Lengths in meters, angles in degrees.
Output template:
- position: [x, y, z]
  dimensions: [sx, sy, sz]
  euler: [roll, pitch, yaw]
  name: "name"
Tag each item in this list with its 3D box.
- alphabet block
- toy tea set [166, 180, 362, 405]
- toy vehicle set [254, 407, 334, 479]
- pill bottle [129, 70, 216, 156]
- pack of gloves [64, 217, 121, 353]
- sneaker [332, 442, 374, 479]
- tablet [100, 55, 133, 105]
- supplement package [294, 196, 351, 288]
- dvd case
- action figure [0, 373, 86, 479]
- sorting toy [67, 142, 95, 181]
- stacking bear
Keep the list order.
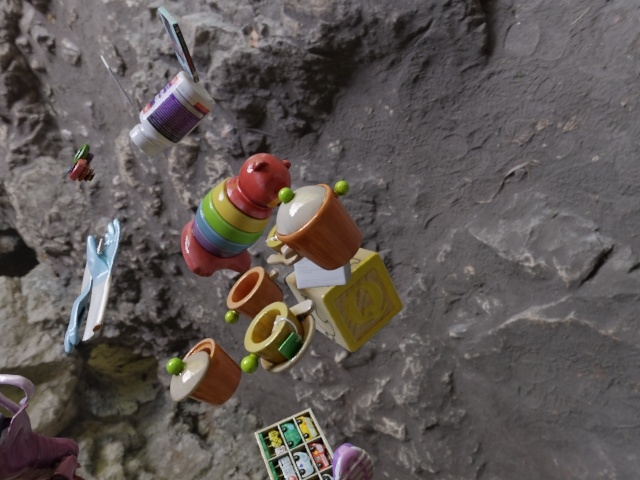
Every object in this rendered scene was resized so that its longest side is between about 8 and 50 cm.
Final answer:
- position: [0.062, 0.137, 1.123]
  dimensions: [0.197, 0.193, 0.192]
  euler: [16, 140, 59]
  name: "alphabet block"
- position: [-0.082, 0.054, 0.557]
  dimensions: [0.200, 0.336, 0.124]
  euler: [-11, 133, 49]
  name: "toy tea set"
- position: [-0.047, 0.572, 1.083]
  dimensions: [0.267, 0.166, 0.035]
  euler: [-130, 27, -50]
  name: "toy vehicle set"
- position: [-0.350, -0.290, 1.004]
  dimensions: [0.108, 0.193, 0.108]
  euler: [48, -168, -13]
  name: "pill bottle"
- position: [-0.430, 0.077, 0.779]
  dimensions: [0.046, 0.232, 0.195]
  euler: [24, 135, -36]
  name: "pack of gloves"
- position: [0.066, 0.513, 0.919]
  dimensions: [0.105, 0.095, 0.236]
  euler: [25, 142, 52]
  name: "sneaker"
- position: [-0.375, -0.293, 0.789]
  dimensions: [0.054, 0.006, 0.083]
  euler: [51, 167, 32]
  name: "tablet"
- position: [0.000, 0.000, 0.895]
  dimensions: [0.105, 0.105, 0.179]
  euler: [-6, 96, 12]
  name: "supplement package"
- position: [-0.276, -0.381, 0.837]
  dimensions: [0.087, 0.013, 0.119]
  euler: [51, 165, 34]
  name: "dvd case"
- position: [-0.647, 0.458, 0.927]
  dimensions: [0.248, 0.275, 0.370]
  euler: [3, 151, 20]
  name: "action figure"
- position: [-0.470, -0.146, 0.856]
  dimensions: [0.061, 0.102, 0.042]
  euler: [-39, 131, 22]
  name: "sorting toy"
- position: [-0.172, -0.070, 0.948]
  dimensions: [0.289, 0.175, 0.164]
  euler: [-44, 66, 30]
  name: "stacking bear"
